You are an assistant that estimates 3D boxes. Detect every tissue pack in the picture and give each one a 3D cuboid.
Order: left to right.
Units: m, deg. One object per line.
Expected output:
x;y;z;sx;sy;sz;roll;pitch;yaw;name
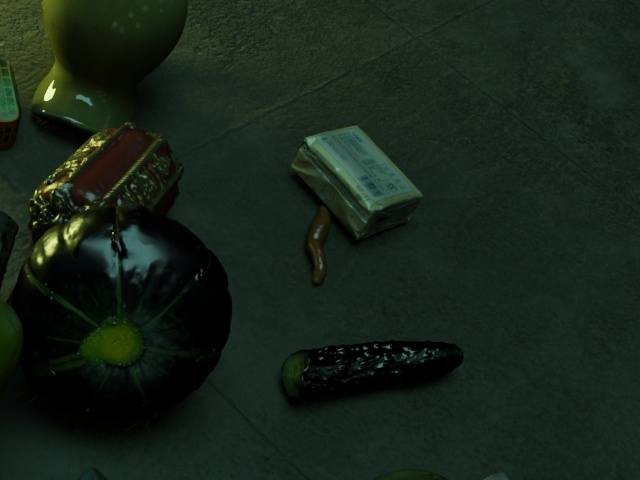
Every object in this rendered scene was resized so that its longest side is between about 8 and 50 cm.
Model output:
0.064;-0.106;1.828;0.148;0.092;0.196;-18;60;-43;tissue pack

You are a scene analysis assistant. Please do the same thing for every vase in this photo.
-0.361;-0.368;1.798;0.241;0.302;0.329;19;27;-6;vase

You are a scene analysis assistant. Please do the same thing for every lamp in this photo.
-0.325;-0.065;1.585;0.177;0.177;0.274;28;43;4;lamp

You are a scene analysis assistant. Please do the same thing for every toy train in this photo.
-0.553;-0.225;1.702;0.099;0.072;0.188;1;48;-29;toy train

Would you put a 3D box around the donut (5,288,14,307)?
-0.403;0.090;1.493;0.097;0.043;0.108;45;44;19;donut

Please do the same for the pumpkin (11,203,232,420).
-0.268;0.085;1.406;0.296;0.296;0.296;12;46;-12;pumpkin

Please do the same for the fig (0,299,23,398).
-0.488;0.184;1.199;0.233;0.233;0.314;18;55;-6;fig

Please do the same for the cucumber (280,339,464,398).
0.085;0.191;1.581;0.303;0.081;0.072;-3;94;-30;cucumber

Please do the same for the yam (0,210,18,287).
-0.568;0.021;1.385;0.300;0.195;0.195;8;47;-16;yam

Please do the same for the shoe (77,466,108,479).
-0.257;0.377;1.279;0.078;0.079;0.195;-34;72;-3;shoe

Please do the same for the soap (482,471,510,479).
0.114;0.427;1.244;0.302;0.257;0.159;-12;56;-30;soap

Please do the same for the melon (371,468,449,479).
0.120;0.364;1.416;0.162;0.099;0.099;-3;50;-31;melon

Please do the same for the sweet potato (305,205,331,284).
-0.005;-0.001;1.746;0.044;0.044;0.179;15;44;-9;sweet potato
